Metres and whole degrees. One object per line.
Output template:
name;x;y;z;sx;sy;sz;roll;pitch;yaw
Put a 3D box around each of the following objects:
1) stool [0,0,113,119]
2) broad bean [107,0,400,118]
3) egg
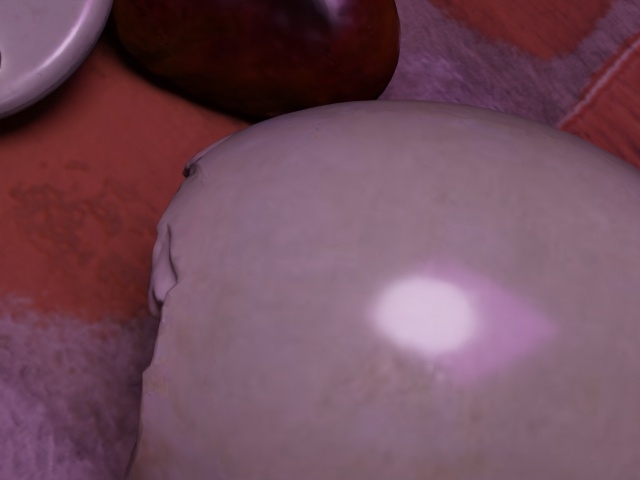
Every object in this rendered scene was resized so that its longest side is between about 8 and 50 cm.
stool;-0.236;-0.187;0.557;0.195;0.199;0.195;24;77;13
broad bean;-0.051;-0.169;0.694;0.228;0.156;0.122;21;16;-1
egg;0.075;0.073;0.512;0.336;0.278;0.278;12;59;-7
